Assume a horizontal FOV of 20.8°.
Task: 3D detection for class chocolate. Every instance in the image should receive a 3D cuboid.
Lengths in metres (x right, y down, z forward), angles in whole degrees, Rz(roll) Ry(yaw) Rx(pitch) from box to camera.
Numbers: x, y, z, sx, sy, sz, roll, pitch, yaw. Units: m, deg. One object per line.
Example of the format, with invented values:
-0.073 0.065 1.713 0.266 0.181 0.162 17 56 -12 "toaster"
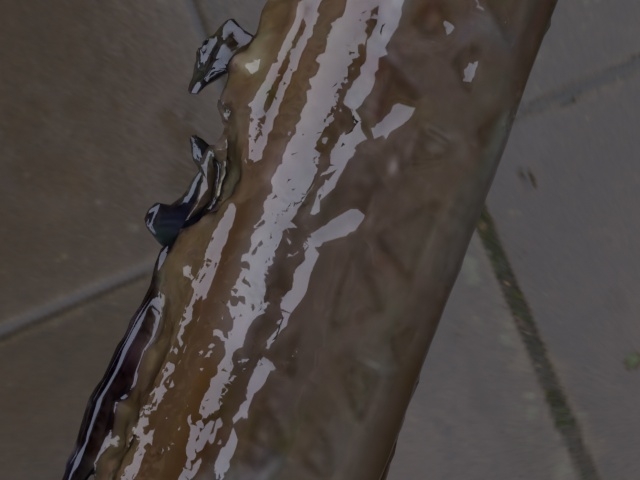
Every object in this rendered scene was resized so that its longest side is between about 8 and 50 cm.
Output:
0.006 0.002 0.463 0.065 0.102 0.329 9 75 47 "chocolate"
